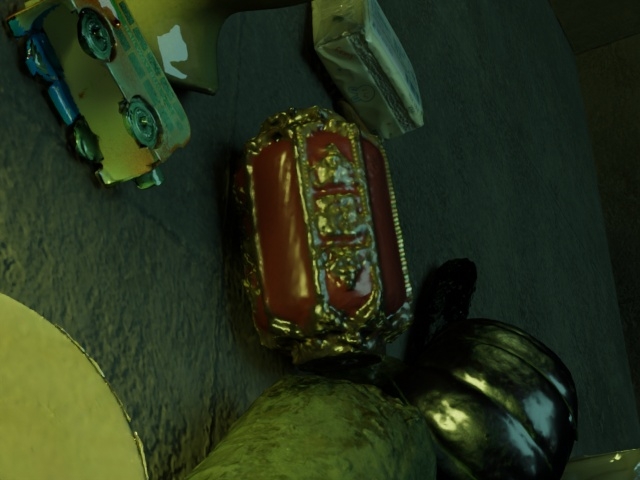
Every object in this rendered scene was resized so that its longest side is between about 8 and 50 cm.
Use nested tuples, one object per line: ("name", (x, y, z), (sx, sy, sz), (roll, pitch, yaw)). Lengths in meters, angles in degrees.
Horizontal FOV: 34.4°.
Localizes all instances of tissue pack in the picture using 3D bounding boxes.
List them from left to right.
("tissue pack", (0.065, -0.255, 1.455), (0.196, 0.092, 0.148), (54, 23, -40))

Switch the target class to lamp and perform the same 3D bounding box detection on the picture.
("lamp", (0.000, 0.000, 1.078), (0.177, 0.177, 0.274), (24, 52, -60))

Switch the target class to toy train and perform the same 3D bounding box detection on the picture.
("toy train", (-0.183, -0.133, 0.878), (0.188, 0.072, 0.099), (63, 20, -21))

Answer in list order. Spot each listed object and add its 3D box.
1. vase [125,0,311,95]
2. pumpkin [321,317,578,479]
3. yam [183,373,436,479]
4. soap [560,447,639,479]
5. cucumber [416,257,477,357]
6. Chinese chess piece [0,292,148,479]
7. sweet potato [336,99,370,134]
("vase", (-0.101, -0.348, 0.993), (0.329, 0.302, 0.241), (59, 22, 12))
("pumpkin", (0.129, 0.198, 1.118), (0.296, 0.296, 0.295), (44, 37, -47))
("yam", (-0.020, 0.233, 0.852), (0.195, 0.195, 0.300), (70, 25, -8))
("soap", (0.393, 0.464, 1.504), (0.159, 0.258, 0.302), (60, 28, -30))
("cucumber", (0.185, 0.108, 1.512), (0.303, 0.081, 0.072), (-73, -177, -58))
("Chinese chess piece", (-0.208, 0.139, 0.544), (0.251, 0.097, 0.250), (35, 36, -31))
("sweet potato", (0.057, -0.110, 1.421), (0.044, 0.044, 0.179), (-17, 89, -66))
